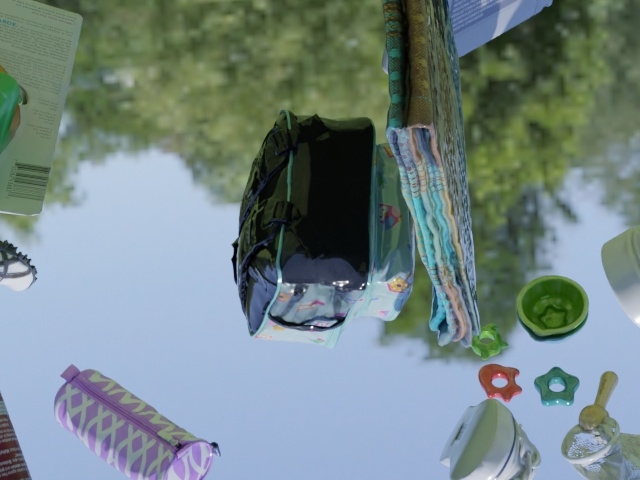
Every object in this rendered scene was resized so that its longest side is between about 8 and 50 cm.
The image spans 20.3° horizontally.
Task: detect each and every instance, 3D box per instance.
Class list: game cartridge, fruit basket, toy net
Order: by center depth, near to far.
[{"bbox_3d":[0.221,0.139,1.636,0.122,0.045,0.232,-18,-129,-9],"label":"toy net"},{"bbox_3d":[-0.418,-0.163,1.791,0.327,0.165,0.353,14,-146,-12],"label":"fruit basket"},{"bbox_3d":[0.172,-0.294,1.814,0.060,0.196,0.294,33,-140,23],"label":"game cartridge"}]

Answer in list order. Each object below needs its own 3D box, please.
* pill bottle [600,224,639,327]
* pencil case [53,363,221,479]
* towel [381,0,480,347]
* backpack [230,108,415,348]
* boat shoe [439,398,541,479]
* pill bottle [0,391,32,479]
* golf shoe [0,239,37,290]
[{"bbox_3d":[0.401,-0.004,1.774,0.229,0.131,0.131,-30,177,26],"label":"pill bottle"},{"bbox_3d":[-0.219,0.224,2.080,0.206,0.088,0.086,26,-117,31],"label":"pencil case"},{"bbox_3d":[0.070,-0.111,1.233,0.040,0.271,0.370,-6,157,7],"label":"towel"},{"bbox_3d":[0.000,0.000,1.460,0.144,0.166,0.188,7,153,-18],"label":"backpack"},{"bbox_3d":[0.185,0.229,1.874,0.088,0.096,0.267,29,171,0],"label":"boat shoe"},{"bbox_3d":[-0.289,0.200,1.418,0.121,0.221,0.121,-21,172,-3],"label":"pill bottle"},{"bbox_3d":[-0.385,0.029,1.984,0.077,0.094,0.198,22,167,26],"label":"golf shoe"}]
